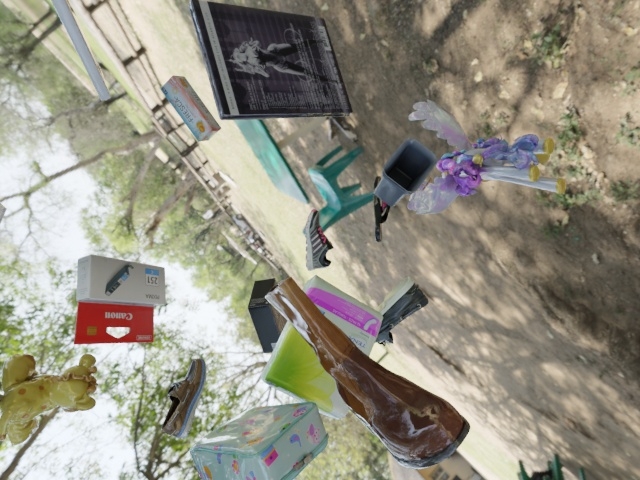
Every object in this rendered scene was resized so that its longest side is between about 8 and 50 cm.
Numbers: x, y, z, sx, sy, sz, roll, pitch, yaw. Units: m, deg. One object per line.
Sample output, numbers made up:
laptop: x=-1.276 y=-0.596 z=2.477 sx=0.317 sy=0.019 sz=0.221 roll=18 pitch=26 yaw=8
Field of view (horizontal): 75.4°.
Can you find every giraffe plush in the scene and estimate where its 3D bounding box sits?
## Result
giraffe plush: x=-0.568 y=0.319 z=0.882 sx=0.210 sy=0.170 sz=0.182 roll=-41 pitch=58 yaw=58

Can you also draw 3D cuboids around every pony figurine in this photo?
pony figurine: x=0.413 y=-0.202 z=1.111 sx=0.350 sy=0.303 sz=0.363 roll=5 pitch=-176 yaw=-43

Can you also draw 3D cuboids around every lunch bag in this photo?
lunch bag: x=-0.124 y=0.440 z=0.892 sx=0.279 sy=0.224 sz=0.108 roll=-22 pitch=86 yaw=41

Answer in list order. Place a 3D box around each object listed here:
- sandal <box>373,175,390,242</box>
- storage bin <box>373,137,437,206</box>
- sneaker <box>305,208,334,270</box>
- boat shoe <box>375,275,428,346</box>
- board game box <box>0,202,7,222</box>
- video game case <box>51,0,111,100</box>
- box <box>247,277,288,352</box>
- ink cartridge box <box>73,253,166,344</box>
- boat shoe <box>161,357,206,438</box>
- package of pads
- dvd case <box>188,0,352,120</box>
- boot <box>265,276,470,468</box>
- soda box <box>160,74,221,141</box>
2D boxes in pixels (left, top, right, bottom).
sandal: x=0.147 y=-0.075 z=0.973 sx=0.040 sy=0.179 sz=0.067 roll=-6 pitch=146 yaw=14
storage bin: x=0.182 y=-0.137 z=0.901 sx=0.098 sy=0.135 sz=0.091 roll=38 pitch=150 yaw=3
sneaker: x=0.000 y=0.000 z=1.116 sx=0.074 sy=0.171 sz=0.063 roll=2 pitch=-169 yaw=11
boat shoe: x=0.197 y=0.266 z=1.285 sx=0.113 sy=0.340 sz=0.127 roll=42 pitch=-171 yaw=2
board game box: x=-0.892 y=-0.031 z=1.101 sx=0.103 sy=0.154 sz=0.026 roll=23 pitch=179 yaw=37
video game case: x=-0.731 y=-0.625 z=1.236 sx=0.300 sy=0.036 sz=0.329 roll=50 pitch=158 yaw=43
box: x=-0.219 y=0.323 z=1.782 sx=0.184 sy=0.103 sz=0.262 roll=-83 pitch=-17 yaw=-59
ink cartridge box: x=-0.636 y=0.198 z=1.345 sx=0.296 sy=0.066 sz=0.262 roll=23 pitch=-123 yaw=-61
boat shoe: x=-0.323 y=0.364 z=0.982 sx=0.066 sy=0.183 sz=0.066 roll=30 pitch=140 yaw=-31
package of pads: x=0.013 y=0.273 z=1.065 sx=0.229 sy=0.297 sz=0.101 roll=31 pitch=155 yaw=-8
dvd case: x=-0.062 y=-0.256 z=0.601 sx=0.018 sy=0.221 sz=0.165 roll=-22 pitch=83 yaw=54
boot: x=0.046 y=0.155 z=0.577 sx=0.281 sy=0.096 sz=0.264 roll=53 pitch=166 yaw=-5
soda box: x=-0.366 y=-0.373 z=1.177 sx=0.183 sy=0.063 sz=0.058 roll=55 pitch=-156 yaw=-4
